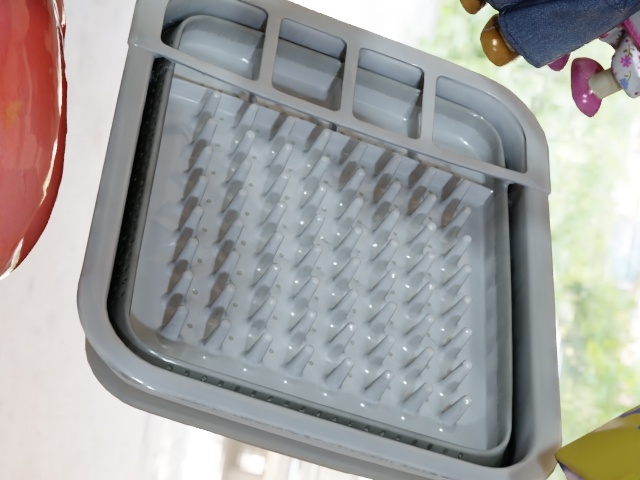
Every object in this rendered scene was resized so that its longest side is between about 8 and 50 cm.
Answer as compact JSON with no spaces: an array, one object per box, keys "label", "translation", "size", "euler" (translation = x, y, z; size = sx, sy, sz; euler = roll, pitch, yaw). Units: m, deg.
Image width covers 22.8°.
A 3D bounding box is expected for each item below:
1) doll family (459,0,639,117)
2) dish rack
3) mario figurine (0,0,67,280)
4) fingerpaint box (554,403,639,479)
[{"label":"doll family","translation":[0.117,-0.153,0.684],"size":[0.263,0.163,0.118],"euler":[52,41,-14]},{"label":"dish rack","translation":[0.000,0.000,0.944],"size":[0.332,0.286,0.072],"euler":[-86,-159,-43]},{"label":"mario figurine","translation":[-0.216,-0.063,0.444],"size":[0.170,0.321,0.198],"euler":[-65,157,-5]},{"label":"fingerpaint box","translation":[0.302,0.265,0.630],"size":[0.371,0.163,0.445],"euler":[65,-9,-14]}]
